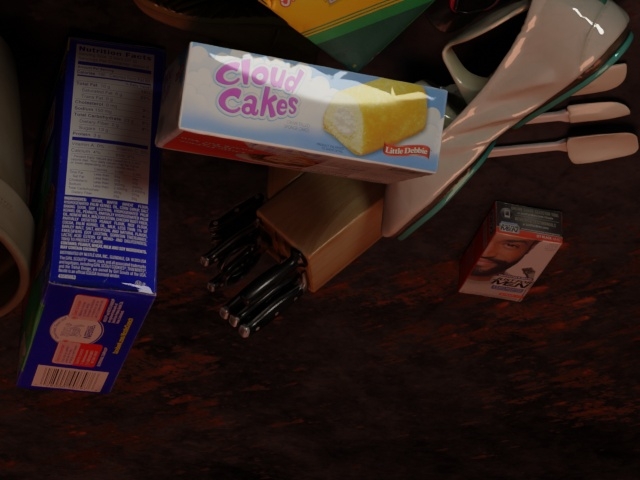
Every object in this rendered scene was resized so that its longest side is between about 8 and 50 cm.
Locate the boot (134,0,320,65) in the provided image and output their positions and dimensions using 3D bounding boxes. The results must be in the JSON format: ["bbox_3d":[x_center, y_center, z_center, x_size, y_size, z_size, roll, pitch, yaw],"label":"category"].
[{"bbox_3d":[-0.109,-0.190,1.481,0.236,0.089,0.269,10,150,-10],"label":"boot"}]

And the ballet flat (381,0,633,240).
[{"bbox_3d":[0.164,-0.152,1.485,0.139,0.139,0.400,21,138,-27],"label":"ballet flat"}]

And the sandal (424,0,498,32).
[{"bbox_3d":[0.160,-0.262,1.375,0.067,0.040,0.179,18,146,-22],"label":"sandal"}]

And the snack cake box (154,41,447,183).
[{"bbox_3d":[-0.023,-0.123,1.378,0.264,0.089,0.152,9,177,-15],"label":"snack cake box"}]

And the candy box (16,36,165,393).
[{"bbox_3d":[-0.262,-0.025,1.541,0.122,0.317,0.268,9,148,-16],"label":"candy box"}]

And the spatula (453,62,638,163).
[{"bbox_3d":[0.244,-0.137,1.597,0.242,0.019,0.168,-6,149,15],"label":"spatula"}]

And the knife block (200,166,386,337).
[{"bbox_3d":[0.000,0.000,1.634,0.275,0.242,0.088,1,150,4],"label":"knife block"}]

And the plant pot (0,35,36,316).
[{"bbox_3d":[-0.449,-0.099,1.474,0.323,0.280,0.323,5,149,3],"label":"plant pot"}]

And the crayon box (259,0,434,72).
[{"bbox_3d":[-0.009,-0.295,1.248,0.165,0.081,0.278,-42,131,20],"label":"crayon box"}]

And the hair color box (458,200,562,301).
[{"bbox_3d":[0.251,0.017,1.821,0.093,0.053,0.167,9,147,-8],"label":"hair color box"}]
